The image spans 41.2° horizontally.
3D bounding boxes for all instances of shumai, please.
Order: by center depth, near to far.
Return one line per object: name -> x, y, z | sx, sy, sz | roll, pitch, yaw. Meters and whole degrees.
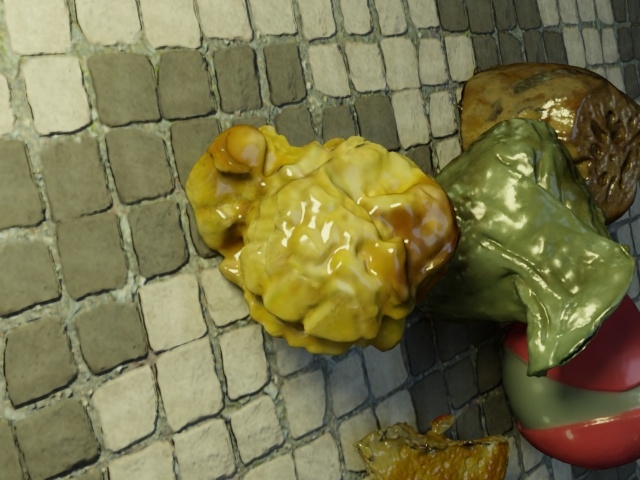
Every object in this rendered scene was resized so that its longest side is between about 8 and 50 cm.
shumai -> 0.298, 0.011, 1.154 | 0.292, 0.288, 0.329 | 13, 102, -19

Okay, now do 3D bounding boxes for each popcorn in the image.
popcorn -> 0.000, 0.000, 0.980 | 0.332, 0.225, 0.265 | 27, 53, -18

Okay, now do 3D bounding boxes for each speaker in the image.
speaker -> 0.420, 0.203, 1.344 | 0.294, 0.294, 0.294 | 7, 81, -46

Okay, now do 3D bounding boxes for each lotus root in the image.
lotus root -> 0.375, -0.147, 1.386 | 0.316, 0.250, 0.316 | -3, 94, -39

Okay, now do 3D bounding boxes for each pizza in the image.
pizza -> 0.150, 0.335, 1.191 | 0.297, 0.071, 0.189 | 17, 85, -41
